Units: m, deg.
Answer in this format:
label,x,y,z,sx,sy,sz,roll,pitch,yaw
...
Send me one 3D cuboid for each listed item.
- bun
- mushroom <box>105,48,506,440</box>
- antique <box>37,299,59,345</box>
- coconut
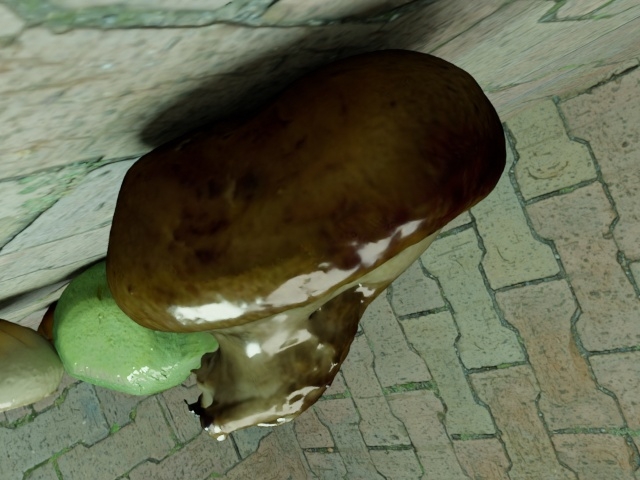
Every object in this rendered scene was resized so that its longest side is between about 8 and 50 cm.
label,x,y,z,sx,sy,sz,roll,pitch,yaw
bun,-0.633,0.222,1.058,0.298,0.165,0.299,-9,178,0
mushroom,0.000,0.000,0.513,0.345,0.260,0.345,-23,180,0
antique,-0.624,0.200,1.554,0.278,0.129,0.223,-23,180,23
coconut,-0.349,0.162,1.152,0.328,0.281,0.328,-16,179,0
